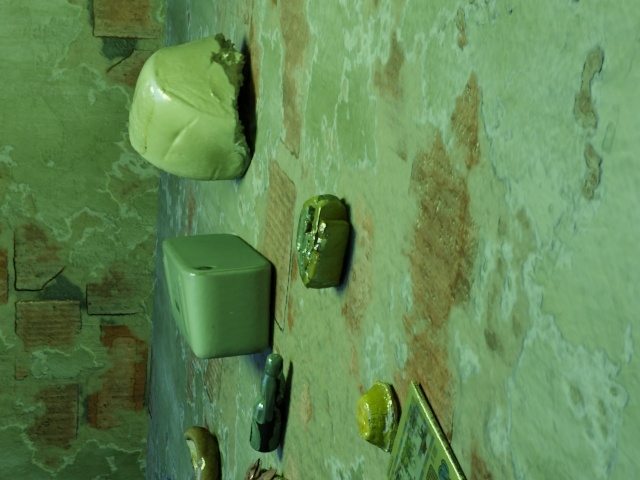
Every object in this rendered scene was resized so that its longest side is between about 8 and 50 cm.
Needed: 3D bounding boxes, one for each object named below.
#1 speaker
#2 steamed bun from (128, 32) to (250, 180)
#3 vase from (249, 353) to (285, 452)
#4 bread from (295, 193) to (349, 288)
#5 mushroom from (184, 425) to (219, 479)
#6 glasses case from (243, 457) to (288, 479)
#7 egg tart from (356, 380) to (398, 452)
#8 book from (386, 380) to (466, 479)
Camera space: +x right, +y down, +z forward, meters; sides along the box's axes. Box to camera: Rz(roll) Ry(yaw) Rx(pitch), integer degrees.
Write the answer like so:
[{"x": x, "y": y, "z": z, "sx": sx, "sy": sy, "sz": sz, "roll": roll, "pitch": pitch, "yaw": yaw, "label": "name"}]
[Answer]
[{"x": -0.224, "y": 0.109, "z": 2.197, "sx": 0.406, "sy": 0.183, "sz": 0.184, "roll": -149, "pitch": 54, "yaw": -71, "label": "speaker"}, {"x": -0.263, "y": -0.263, "z": 2.260, "sx": 0.272, "sy": 0.274, "sz": 0.290, "roll": 59, "pitch": 153, "yaw": 31, "label": "steamed bun"}, {"x": -0.095, "y": 0.303, "z": 1.960, "sx": 0.060, "sy": 0.060, "sz": 0.211, "roll": -116, "pitch": 30, "yaw": -55, "label": "vase"}, {"x": 0.000, "y": 0.000, "z": 1.632, "sx": 0.117, "sy": 0.064, "sz": 0.156, "roll": -118, "pitch": 31, "yaw": -55, "label": "bread"}, {"x": -0.289, "y": 0.547, "z": 2.593, "sx": 0.094, "sy": 0.072, "sz": 0.209, "roll": 104, "pitch": 155, "yaw": -44, "label": "mushroom"}, {"x": -0.117, "y": 0.480, "z": 2.020, "sx": 0.193, "sy": 0.070, "sz": 0.102, "roll": 163, "pitch": 108, "yaw": -72, "label": "glasses case"}, {"x": 0.076, "y": 0.243, "z": 1.429, "sx": 0.105, "sy": 0.039, "sz": 0.105, "roll": 178, "pitch": 90, "yaw": -74, "label": "egg tart"}, {"x": 0.130, "y": 0.299, "z": 1.293, "sx": 0.192, "sy": 0.013, "sz": 0.168, "roll": -115, "pitch": 30, "yaw": -53, "label": "book"}]
